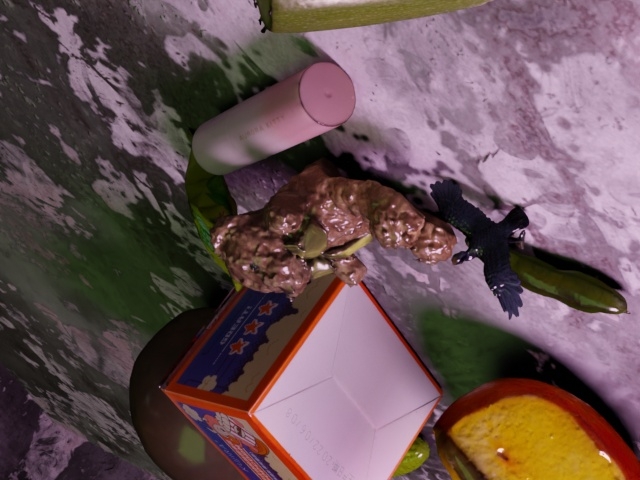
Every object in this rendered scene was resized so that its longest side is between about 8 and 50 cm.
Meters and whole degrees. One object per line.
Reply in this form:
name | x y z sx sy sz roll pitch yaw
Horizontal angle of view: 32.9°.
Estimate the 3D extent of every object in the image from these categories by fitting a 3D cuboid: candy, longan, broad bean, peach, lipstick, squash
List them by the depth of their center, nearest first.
squash | 0.052 -0.317 1.127 0.189 0.260 0.189 168 90 -85
broad bean | 0.296 0.045 1.456 0.254 0.046 0.065 27 144 21
lipstick | -0.074 -0.163 1.511 0.087 0.087 0.327 45 152 -18
peach | 0.343 0.353 1.696 0.306 0.242 0.380 43 177 38
candy | -0.172 -0.048 1.717 0.069 0.246 0.149 -15 138 3
longan | -0.206 0.321 2.167 0.404 0.336 0.404 48 -174 -7
candy | 0.156 0.441 2.236 0.097 0.097 0.209 43 148 -13

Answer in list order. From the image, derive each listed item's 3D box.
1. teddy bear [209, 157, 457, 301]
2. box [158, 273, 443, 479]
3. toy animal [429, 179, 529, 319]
teddy bear | 0.006 0.006 1.518 0.296 0.222 0.246 29 180 34
box | -0.026 0.264 1.900 0.257 0.318 0.349 6 142 49
toy animal | 0.219 0.001 1.415 0.062 0.108 0.220 89 158 -63
